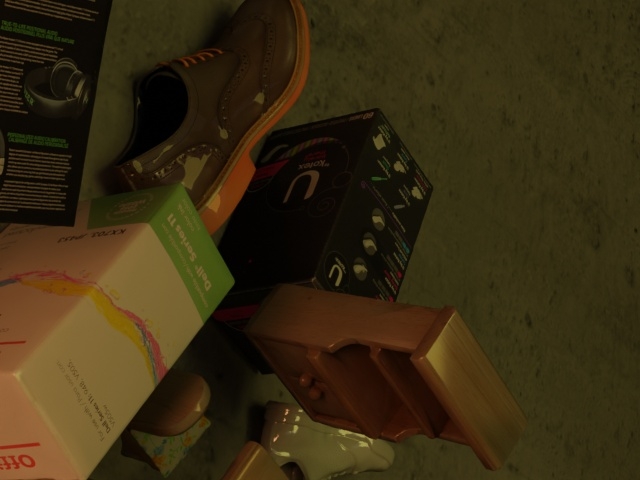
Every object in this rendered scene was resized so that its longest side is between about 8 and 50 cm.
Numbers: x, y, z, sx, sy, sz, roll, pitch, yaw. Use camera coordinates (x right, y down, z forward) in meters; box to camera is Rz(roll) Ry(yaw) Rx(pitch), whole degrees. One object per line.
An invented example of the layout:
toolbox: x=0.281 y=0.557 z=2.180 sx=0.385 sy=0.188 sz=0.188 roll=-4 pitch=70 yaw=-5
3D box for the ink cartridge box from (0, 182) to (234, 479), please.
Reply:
ink cartridge box: x=-0.250 y=0.101 z=1.301 sx=0.119 sy=0.207 sz=0.353 roll=65 pitch=36 yaw=-24

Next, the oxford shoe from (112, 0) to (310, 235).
oxford shoe: x=-0.114 y=-0.167 z=1.661 sx=0.133 sy=0.130 sz=0.363 roll=47 pitch=45 yaw=-31

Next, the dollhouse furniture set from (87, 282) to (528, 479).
dollhouse furniture set: x=-0.024 y=0.250 z=1.467 sx=0.394 sy=0.256 sz=0.362 roll=-53 pitch=127 yaw=-26

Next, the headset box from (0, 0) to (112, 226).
headset box: x=-0.298 y=-0.173 z=1.199 sx=0.131 sy=0.246 sz=0.283 roll=4 pitch=100 yaw=-57

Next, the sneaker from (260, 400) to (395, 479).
sneaker: x=0.001 y=0.254 z=1.777 sx=0.212 sy=0.080 sz=0.094 roll=26 pitch=72 yaw=-43

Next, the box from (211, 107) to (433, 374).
box: x=0.000 y=0.000 z=1.745 sx=0.143 sy=0.165 sz=0.270 roll=53 pitch=41 yaw=-34
